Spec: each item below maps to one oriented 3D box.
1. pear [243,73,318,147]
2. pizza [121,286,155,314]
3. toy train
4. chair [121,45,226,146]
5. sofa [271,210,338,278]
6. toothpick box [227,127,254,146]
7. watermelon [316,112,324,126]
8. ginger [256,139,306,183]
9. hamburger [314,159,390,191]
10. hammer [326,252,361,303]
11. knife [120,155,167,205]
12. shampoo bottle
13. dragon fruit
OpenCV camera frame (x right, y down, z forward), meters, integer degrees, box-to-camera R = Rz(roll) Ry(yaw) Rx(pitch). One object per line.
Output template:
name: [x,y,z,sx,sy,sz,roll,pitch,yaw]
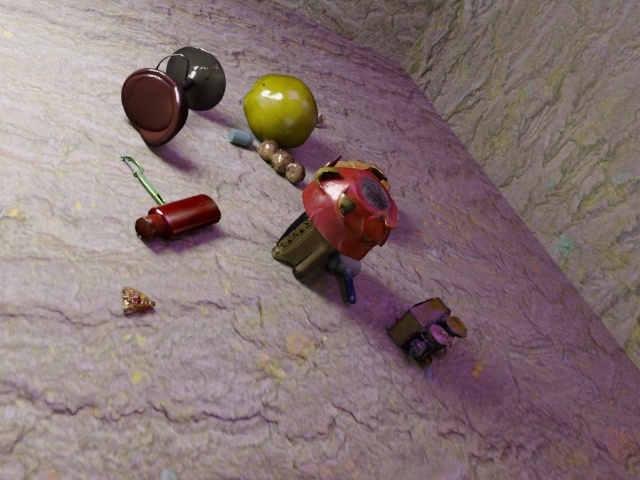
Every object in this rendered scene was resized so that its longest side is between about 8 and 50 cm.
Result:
pear: [-0.143,-0.487,2.199,0.294,0.294,0.294,28,32,-19]
pizza: [-0.415,0.139,1.310,0.083,0.025,0.078,33,29,-13]
toy train: [0.344,0.281,1.838,0.261,0.134,0.177,-10,55,-53]
chair: [-0.473,-0.467,1.856,0.226,0.226,0.401,35,31,-8]
sofa: [0.000,0.000,1.799,0.182,0.200,0.258,47,29,-9]
toothpick box: [-0.287,-0.371,2.097,0.083,0.052,0.052,8,42,-40]
watermelon: [-0.018,-0.550,2.613,0.085,0.061,0.085,33,22,-15]
ginger: [-0.137,-0.289,2.124,0.204,0.080,0.104,43,25,10]
hamburger: [0.139,-0.184,2.205,0.330,0.162,0.209,-1,51,-51]
hammer: [0.084,0.122,1.840,0.116,0.069,0.194,22,39,-29]
knife: [-0.489,-0.165,1.646,0.212,0.015,0.054,49,24,17]
shampoo bottle: [-0.384,-0.061,1.571,0.102,0.064,0.260,49,32,9]
dragon fruit: [0.095,-0.100,1.650,0.290,0.189,0.291,34,33,-26]
